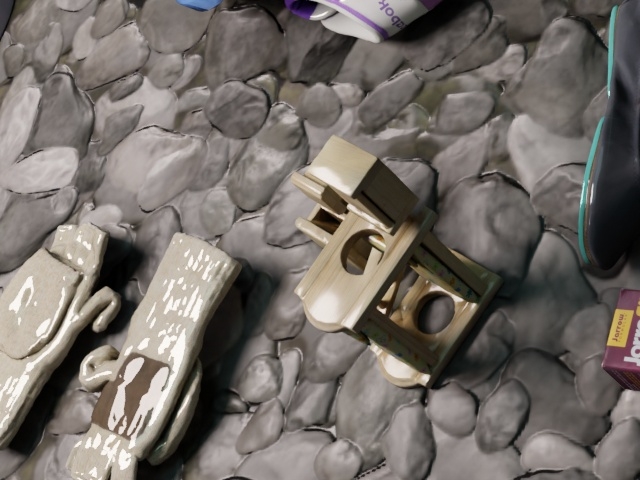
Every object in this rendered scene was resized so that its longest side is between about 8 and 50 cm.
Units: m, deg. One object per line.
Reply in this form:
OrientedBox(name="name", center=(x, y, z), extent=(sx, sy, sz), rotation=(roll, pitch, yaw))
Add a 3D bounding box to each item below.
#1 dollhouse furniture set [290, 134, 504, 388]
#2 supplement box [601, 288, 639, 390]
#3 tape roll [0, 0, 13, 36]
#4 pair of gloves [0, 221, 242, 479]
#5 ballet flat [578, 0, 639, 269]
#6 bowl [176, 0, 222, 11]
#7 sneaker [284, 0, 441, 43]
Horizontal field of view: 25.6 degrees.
OrientedBox(name="dollhouse furniture set", center=(0.000, 0.000, 0.939), extent=(0.161, 0.182, 0.101), rotation=(31, 84, 41))
OrientedBox(name="supplement box", center=(0.219, 0.063, 0.843), extent=(0.083, 0.043, 0.055), rotation=(3, 68, 37))
OrientedBox(name="tape roll", center=(-0.418, -0.233, 1.440), extent=(0.219, 0.072, 0.219), rotation=(-17, 56, 27))
OrientedBox(name="pair of gloves", center=(-0.174, 0.085, 1.106), extent=(0.240, 0.042, 0.204), rotation=(10, 74, 40))
OrientedBox(name="ballet flat", center=(0.214, -0.076, 0.913), extent=(0.074, 0.074, 0.203), rotation=(-4, 60, 33))
OrientedBox(name="bowl", center=(-0.054, -0.379, 1.138), extent=(0.391, 0.077, 0.391), rotation=(-53, 23, 36))
OrientedBox(name="sneaker", center=(0.010, -0.271, 1.147), extent=(0.161, 0.102, 0.282), rotation=(-42, 48, 12))
